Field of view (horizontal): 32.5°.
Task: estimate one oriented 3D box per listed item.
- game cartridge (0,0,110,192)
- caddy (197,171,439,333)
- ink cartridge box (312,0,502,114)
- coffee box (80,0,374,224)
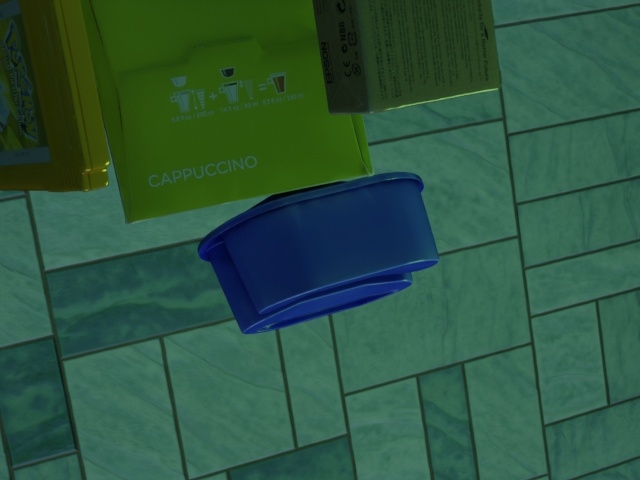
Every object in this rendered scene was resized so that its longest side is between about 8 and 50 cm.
[{"bbox_3d":[-0.382,-0.205,1.438,0.053,0.285,0.324,-15,-169,-33],"label":"game cartridge"},{"bbox_3d":[0.000,0.000,1.555,0.341,0.179,0.241,-15,165,-21],"label":"caddy"},{"bbox_3d":[0.091,-0.267,1.211,0.193,0.234,0.088,-14,-169,-33],"label":"ink cartridge box"},{"bbox_3d":[-0.146,-0.230,1.544,0.338,0.338,0.334,-12,-170,-9],"label":"coffee box"}]
